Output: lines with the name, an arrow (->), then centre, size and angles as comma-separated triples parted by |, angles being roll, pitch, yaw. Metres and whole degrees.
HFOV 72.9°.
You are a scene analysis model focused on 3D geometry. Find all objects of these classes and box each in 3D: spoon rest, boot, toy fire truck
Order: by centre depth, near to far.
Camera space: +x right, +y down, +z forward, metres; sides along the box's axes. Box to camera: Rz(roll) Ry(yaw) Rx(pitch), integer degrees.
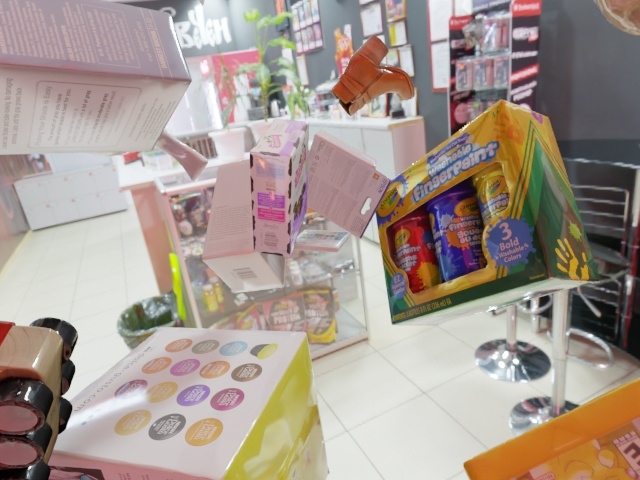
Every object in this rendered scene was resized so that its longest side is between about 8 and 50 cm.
toy fire truck -> -0.417, 0.192, 0.458 | 0.246, 0.217, 0.158 | 12, 31, -18
spoon rest -> -0.338, -0.193, 0.811 | 0.084, 0.137, 0.276 | 47, 12, 28
boot -> 0.175, -0.491, 1.423 | 0.283, 0.220, 0.109 | 32, 8, -49

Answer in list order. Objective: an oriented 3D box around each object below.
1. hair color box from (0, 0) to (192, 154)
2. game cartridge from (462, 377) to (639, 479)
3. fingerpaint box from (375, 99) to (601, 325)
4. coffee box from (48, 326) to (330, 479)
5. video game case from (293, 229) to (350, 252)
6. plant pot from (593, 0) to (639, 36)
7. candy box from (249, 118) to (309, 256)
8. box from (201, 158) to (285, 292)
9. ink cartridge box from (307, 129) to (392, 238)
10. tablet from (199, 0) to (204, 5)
hair color box -> -0.370, -0.191, 0.506 | 0.374, 0.114, 0.185 | -12, -12, -41
game cartridge -> 0.381, 0.374, 0.521 | 0.285, 0.053, 0.324 | -30, 51, 7
fingerpaint box -> 0.326, -0.027, 0.997 | 0.163, 0.371, 0.445 | 6, -22, -29
coffee box -> -0.199, 0.381, 0.747 | 0.334, 0.338, 0.337 | -2, 19, 18
video game case -> 0.000, 0.000, 1.347 | 0.157, 0.019, 0.143 | 3, 21, 19
plant pot -> 0.295, -0.361, 0.352 | 0.333, 0.306, 0.334 | -8, -21, -3
candy box -> -0.070, -0.098, 0.784 | 0.070, 0.196, 0.165 | 8, 35, 6
box -> -0.211, -0.048, 1.312 | 0.168, 0.215, 0.345 | -8, 55, 13
ink cartridge box -> 0.056, -0.140, 1.123 | 0.224, 0.223, 0.045 | 33, 46, 9
tablet -> -0.300, -0.613, 1.036 | 0.006, 0.083, 0.054 | -33, 13, -18
